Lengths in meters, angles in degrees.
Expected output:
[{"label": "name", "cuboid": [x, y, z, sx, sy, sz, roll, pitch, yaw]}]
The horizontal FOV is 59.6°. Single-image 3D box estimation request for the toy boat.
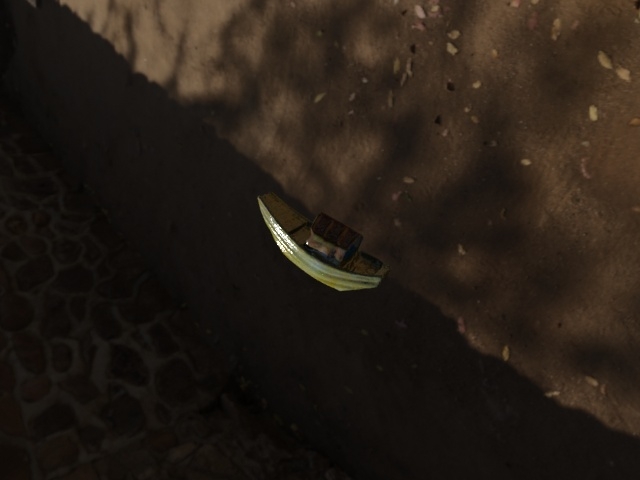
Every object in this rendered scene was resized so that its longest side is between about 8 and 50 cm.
[{"label": "toy boat", "cuboid": [0.000, 0.000, 0.634, 0.172, 0.065, 0.066, 31, 119, 17]}]
